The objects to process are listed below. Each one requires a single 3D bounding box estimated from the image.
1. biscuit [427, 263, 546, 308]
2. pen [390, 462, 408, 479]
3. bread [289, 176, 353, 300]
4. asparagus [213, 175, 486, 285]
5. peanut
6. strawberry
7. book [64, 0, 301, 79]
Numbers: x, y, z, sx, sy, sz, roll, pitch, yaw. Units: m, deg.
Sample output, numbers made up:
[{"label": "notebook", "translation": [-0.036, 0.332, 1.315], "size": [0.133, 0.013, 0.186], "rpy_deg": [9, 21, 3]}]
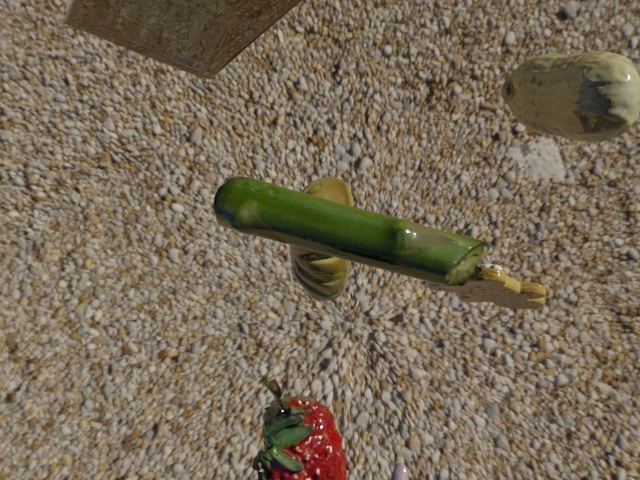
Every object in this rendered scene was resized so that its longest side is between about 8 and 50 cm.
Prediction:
[{"label": "biscuit", "translation": [0.292, 0.079, 1.103], "size": [0.158, 0.240, 0.035], "rpy_deg": [-6, 72, 43]}, {"label": "pen", "translation": [0.026, 0.199, 0.287], "size": [0.032, 0.053, 0.197], "rpy_deg": [5, 76, 10]}, {"label": "bread", "translation": [0.000, 0.000, 1.105], "size": [0.105, 0.213, 0.213], "rpy_deg": [2, 83, -6]}, {"label": "asparagus", "translation": [0.026, -0.007, 0.667], "size": [0.278, 0.067, 0.060], "rpy_deg": [15, 83, 12]}, {"label": "peanut", "translation": [0.427, -0.249, 1.135], "size": [0.152, 0.313, 0.152], "rpy_deg": [-4, 103, -18]}, {"label": "strawberry", "translation": [-0.014, 0.233, 0.661], "size": [0.085, 0.140, 0.192], "rpy_deg": [-9, 75, 2]}, {"label": "book", "translation": [-0.097, -0.156, 0.440], "size": [0.118, 0.172, 0.012], "rpy_deg": [16, 77, -27]}]
